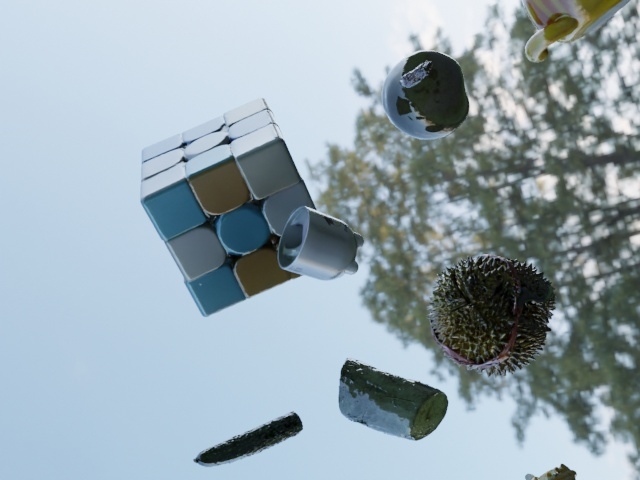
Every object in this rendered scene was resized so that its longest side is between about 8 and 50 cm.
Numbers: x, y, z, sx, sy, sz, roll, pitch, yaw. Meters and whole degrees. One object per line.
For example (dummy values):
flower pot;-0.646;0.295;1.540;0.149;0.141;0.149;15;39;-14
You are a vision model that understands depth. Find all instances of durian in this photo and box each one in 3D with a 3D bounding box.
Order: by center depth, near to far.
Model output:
durian;0.469;0.201;2.249;0.385;0.347;0.347;22;-128;-19

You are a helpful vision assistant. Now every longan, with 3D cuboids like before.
longan;0.289;-0.384;2.191;0.248;0.248;0.248;33;-131;-49

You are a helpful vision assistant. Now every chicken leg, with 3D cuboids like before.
chicken leg;0.220;-0.389;1.940;0.037;0.145;0.062;45;-121;-10

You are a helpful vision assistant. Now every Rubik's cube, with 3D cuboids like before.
Rubik's cube;-0.203;-0.087;1.952;0.347;0.347;0.344;-116;3;-61

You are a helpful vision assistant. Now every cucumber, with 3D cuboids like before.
cucumber;-0.177;0.500;2.020;0.294;0.068;0.067;-16;-89;-33

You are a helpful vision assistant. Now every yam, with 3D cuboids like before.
yam;0.149;0.369;1.889;0.154;0.255;0.153;-34;-47;-47

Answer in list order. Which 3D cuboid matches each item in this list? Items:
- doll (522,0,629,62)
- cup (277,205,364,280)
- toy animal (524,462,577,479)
doll;0.328;-0.401;1.135;0.162;0.167;0.269;-9;-109;-30
cup;-0.003;0.012;1.689;0.142;0.173;0.134;19;-92;-24
toy animal;0.420;0.442;1.502;0.081;0.083;0.060;-8;-116;-45
